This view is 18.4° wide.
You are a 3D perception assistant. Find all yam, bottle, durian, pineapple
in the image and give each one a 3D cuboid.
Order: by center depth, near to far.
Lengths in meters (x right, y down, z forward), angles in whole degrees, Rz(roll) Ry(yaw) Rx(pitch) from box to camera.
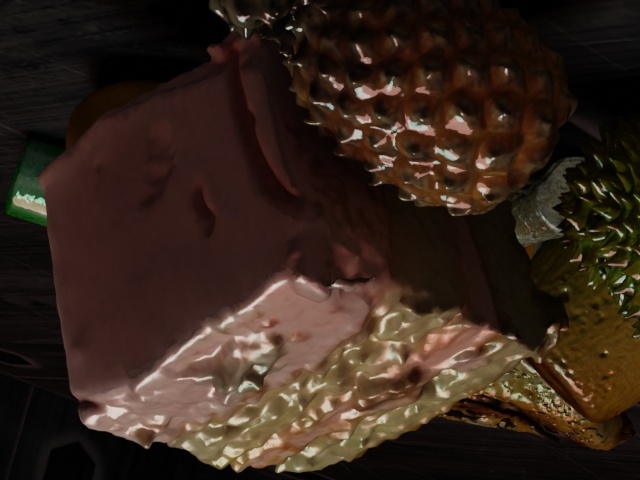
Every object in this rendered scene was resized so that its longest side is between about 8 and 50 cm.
[{"bbox_3d":[0.010,-0.161,1.401,0.361,0.175,0.175,36,158,-18],"label":"pineapple"},{"bbox_3d":[0.324,-0.005,1.552,0.291,0.225,0.291,32,-165,-10],"label":"durian"},{"bbox_3d":[0.189,-0.031,1.818,0.078,0.078,0.179,21,165,-24],"label":"yam"},{"bbox_3d":[-0.174,-0.024,2.145,0.330,0.093,0.093,16,165,-8],"label":"bottle"}]

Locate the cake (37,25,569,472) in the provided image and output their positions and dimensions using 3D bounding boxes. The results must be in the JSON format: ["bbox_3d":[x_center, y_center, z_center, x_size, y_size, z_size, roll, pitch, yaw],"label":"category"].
[{"bbox_3d":[-0.030,0.014,1.614,0.306,0.293,0.314,17,136,-44],"label":"cake"}]

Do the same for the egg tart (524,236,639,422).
[{"bbox_3d":[0.264,0.077,1.860,0.202,0.147,0.202,46,178,2],"label":"egg tart"}]

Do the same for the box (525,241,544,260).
[{"bbox_3d":[0.263,0.070,2.091,0.220,0.091,0.274,19,165,-17],"label":"box"}]

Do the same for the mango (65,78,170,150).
[{"bbox_3d":[-0.142,-0.058,1.884,0.191,0.160,0.290,6,169,-2],"label":"mango"}]

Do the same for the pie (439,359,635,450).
[{"bbox_3d":[0.204,0.164,2.151,0.308,0.085,0.308,15,169,3],"label":"pie"}]
